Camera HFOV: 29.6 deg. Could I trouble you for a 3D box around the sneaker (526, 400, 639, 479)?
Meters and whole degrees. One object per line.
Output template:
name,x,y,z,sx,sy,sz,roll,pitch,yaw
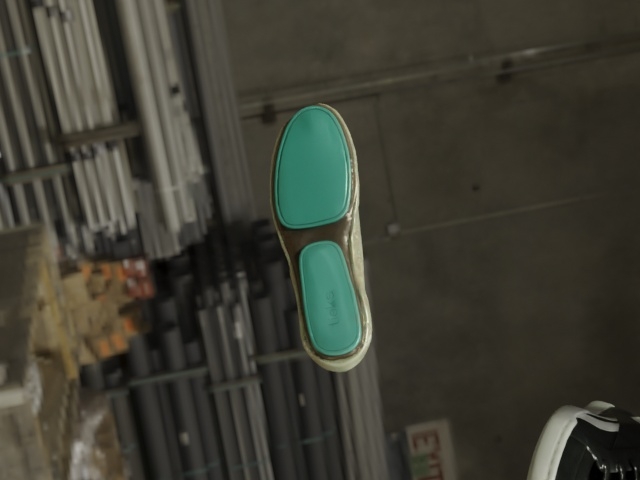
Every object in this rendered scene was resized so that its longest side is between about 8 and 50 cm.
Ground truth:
sneaker,0.214,0.157,0.800,0.217,0.121,0.079,-9,111,-65

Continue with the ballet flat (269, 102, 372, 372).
ballet flat,0.000,0.000,0.754,0.052,0.057,0.168,67,19,-75
